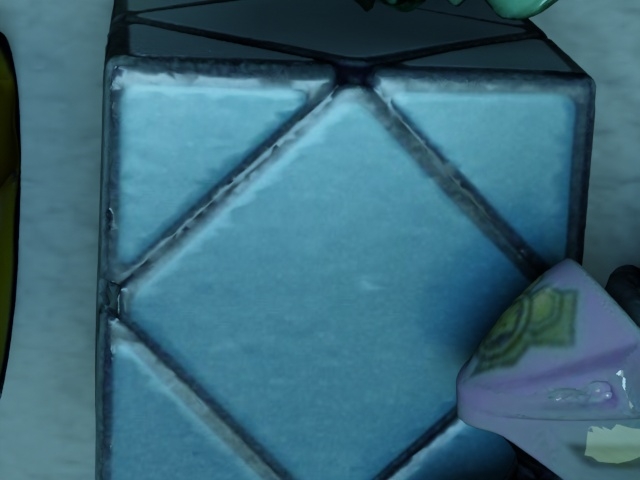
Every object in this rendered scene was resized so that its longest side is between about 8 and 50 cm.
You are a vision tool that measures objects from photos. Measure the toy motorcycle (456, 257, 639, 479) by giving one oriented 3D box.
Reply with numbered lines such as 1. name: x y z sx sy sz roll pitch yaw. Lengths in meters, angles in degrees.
1. toy motorcycle: 0.183 0.093 0.784 0.327 0.143 0.188 -4 105 -7

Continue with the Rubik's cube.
1. Rubik's cube: 0.000 0.000 0.903 0.205 0.207 0.205 2 107 -5

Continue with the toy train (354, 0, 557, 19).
1. toy train: 0.016 -0.236 0.843 0.120 0.202 0.301 -34 107 29

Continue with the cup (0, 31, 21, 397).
1. cup: -0.272 0.030 0.888 0.256 0.178 0.255 1 78 -3
